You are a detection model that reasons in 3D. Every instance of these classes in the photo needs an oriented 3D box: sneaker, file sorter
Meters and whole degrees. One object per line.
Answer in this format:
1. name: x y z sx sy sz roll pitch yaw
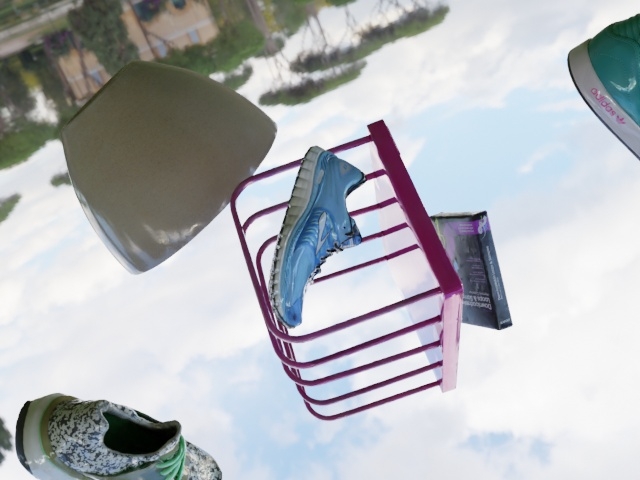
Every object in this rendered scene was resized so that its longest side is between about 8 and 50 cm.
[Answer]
1. sneaker: -0.272 0.348 1.213 0.182 0.410 0.158 -19 -125 28
2. sneaker: 0.415 -0.141 0.767 0.178 0.295 0.124 -35 -153 45
3. file sorter: 0.029 0.057 0.828 0.182 0.291 0.202 -19 -119 -2
4. sneaker: 0.000 0.000 0.660 0.073 0.162 0.063 17 172 -4

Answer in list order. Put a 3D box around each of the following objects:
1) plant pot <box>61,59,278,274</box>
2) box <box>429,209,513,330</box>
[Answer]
1. plant pot: -0.223 -0.124 1.000 0.284 0.191 0.284 -38 -159 18
2. box: 0.206 0.040 1.054 0.029 0.162 0.116 -18 -173 -22
